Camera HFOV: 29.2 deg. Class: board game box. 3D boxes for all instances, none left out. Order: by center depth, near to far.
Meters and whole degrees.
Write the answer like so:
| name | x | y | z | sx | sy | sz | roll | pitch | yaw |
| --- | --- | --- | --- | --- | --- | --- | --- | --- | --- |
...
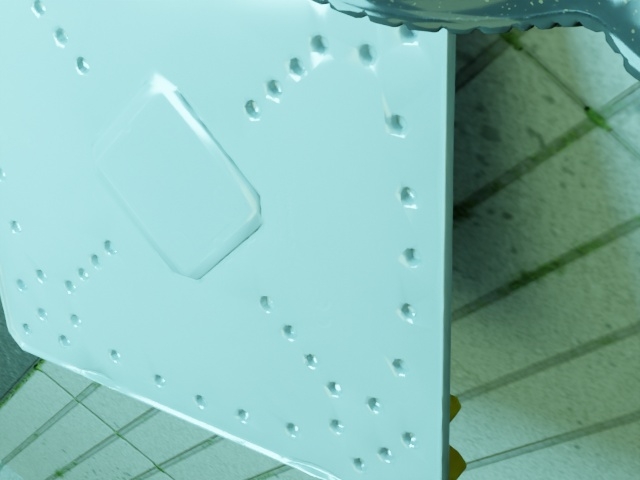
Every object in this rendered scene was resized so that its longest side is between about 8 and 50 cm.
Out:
| name | x | y | z | sx | sy | sz | roll | pitch | yaw |
| --- | --- | --- | --- | --- | --- | --- | --- | --- | --- |
| board game box | -0.079 | -0.045 | 0.789 | 0.390 | 0.050 | 0.390 | 18 | 126 | 31 |

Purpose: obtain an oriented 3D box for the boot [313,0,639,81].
| name | x | y | z | sx | sy | sz | roll | pitch | yaw |
| --- | --- | --- | --- | --- | --- | --- | --- | --- | --- |
| boot | 0.100 | -0.184 | 0.443 | 0.338 | 0.118 | 0.223 | 21 | 121 | 36 |
